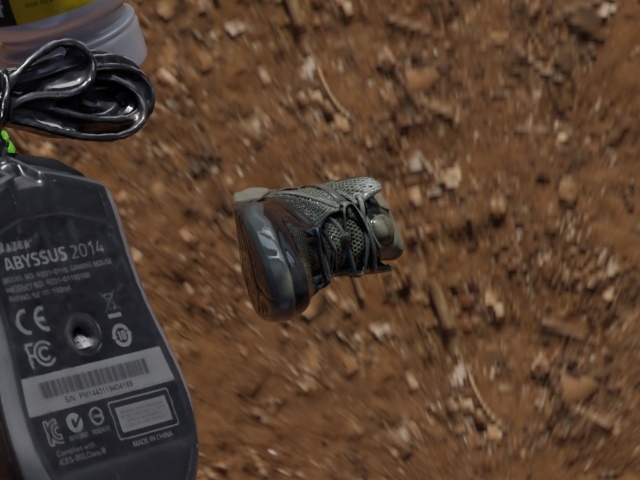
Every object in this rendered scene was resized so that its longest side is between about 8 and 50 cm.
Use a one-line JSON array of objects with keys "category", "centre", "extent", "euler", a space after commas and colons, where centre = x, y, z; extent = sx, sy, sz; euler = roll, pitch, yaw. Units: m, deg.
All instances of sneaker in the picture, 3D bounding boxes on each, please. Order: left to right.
[{"category": "sneaker", "centre": [0.000, 0.000, 1.415], "extent": [0.130, 0.227, 0.087], "euler": [-10, 100, -1]}]

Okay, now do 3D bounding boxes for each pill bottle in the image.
[{"category": "pill bottle", "centre": [-0.193, -0.205, 1.250], "extent": [0.119, 0.119, 0.208], "euler": [-16, 114, 3]}]

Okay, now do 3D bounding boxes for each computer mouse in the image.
[{"category": "computer mouse", "centre": [-0.143, 0.033, 0.959], "extent": [0.072, 0.188, 0.272], "euler": [-27, 75, 41]}]

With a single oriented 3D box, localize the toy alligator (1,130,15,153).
[{"category": "toy alligator", "centre": [-0.310, -0.077, 1.792], "extent": [0.051, 0.056, 0.190], "euler": [-24, 121, 25]}]
